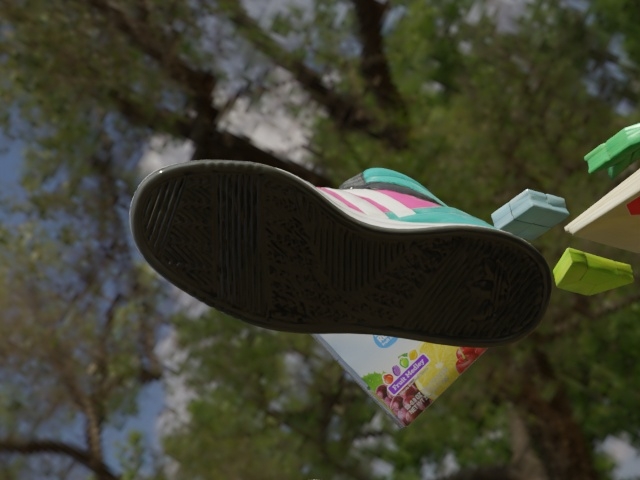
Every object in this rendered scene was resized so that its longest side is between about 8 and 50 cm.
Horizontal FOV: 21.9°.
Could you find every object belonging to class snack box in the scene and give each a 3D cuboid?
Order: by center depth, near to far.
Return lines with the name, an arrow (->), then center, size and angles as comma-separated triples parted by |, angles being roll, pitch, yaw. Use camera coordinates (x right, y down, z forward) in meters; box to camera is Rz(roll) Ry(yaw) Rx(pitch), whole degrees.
snack box -> 0.084, 0.081, 1.876 | 0.174, 0.207, 0.070 | -44, -5, -9

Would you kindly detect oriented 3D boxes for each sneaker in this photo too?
sneaker -> 0.000, 0.000, 1.180 | 0.178, 0.295, 0.124 | -157, 81, -75

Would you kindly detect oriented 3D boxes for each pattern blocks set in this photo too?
pattern blocks set -> 0.315, -0.028, 1.402 | 0.285, 0.026, 0.324 | -31, -33, 33
